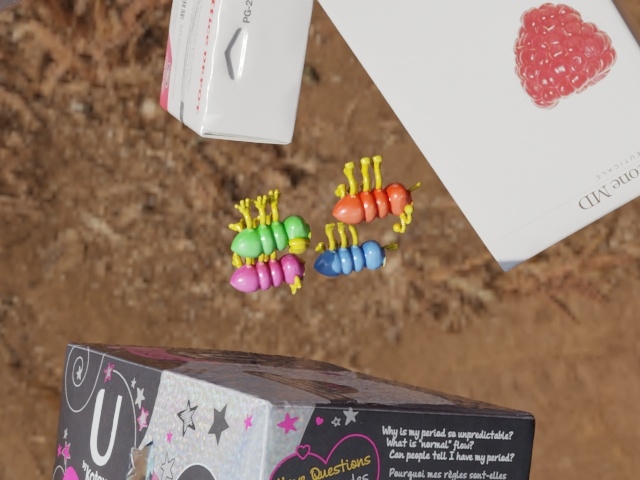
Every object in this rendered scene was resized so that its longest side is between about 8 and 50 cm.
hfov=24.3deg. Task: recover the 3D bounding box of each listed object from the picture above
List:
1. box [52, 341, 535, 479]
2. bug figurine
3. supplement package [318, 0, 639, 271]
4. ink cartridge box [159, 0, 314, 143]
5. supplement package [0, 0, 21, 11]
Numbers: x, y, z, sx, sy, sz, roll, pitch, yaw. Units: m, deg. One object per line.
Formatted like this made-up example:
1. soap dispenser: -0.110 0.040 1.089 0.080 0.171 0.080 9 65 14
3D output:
1. box: -0.029 0.136 0.798 0.163 0.142 0.247 7 178 -31
2. bug figurine: 0.000 0.000 1.684 0.216 0.072 0.279 -13 163 -10
3. supplement package: 0.131 -0.161 1.111 0.177 0.175 0.293 -31 109 15
4. ink cartridge box: -0.092 -0.203 1.561 0.100 0.237 0.172 6 100 -17
5. supplement package: -0.203 -0.228 0.834 0.105 0.179 0.105 -26 178 -4
